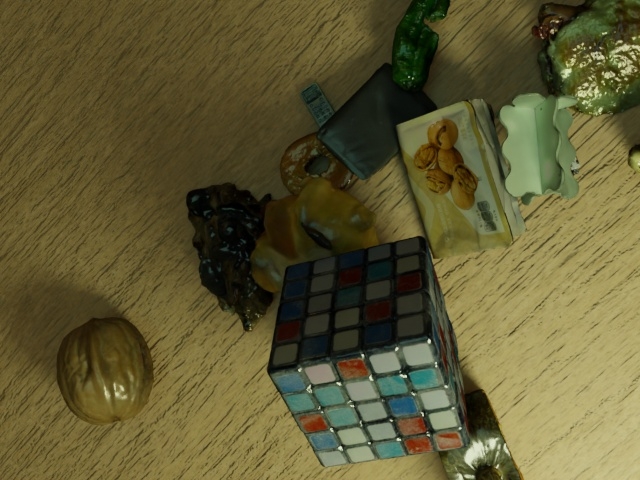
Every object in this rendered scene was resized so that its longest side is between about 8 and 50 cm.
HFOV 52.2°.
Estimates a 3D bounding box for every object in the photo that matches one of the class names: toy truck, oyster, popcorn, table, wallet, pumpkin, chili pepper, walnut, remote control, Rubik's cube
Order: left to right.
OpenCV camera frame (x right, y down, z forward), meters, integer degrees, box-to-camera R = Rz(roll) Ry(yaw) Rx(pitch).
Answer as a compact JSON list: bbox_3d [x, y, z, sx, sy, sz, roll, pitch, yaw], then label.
[{"bbox_3d":[-0.516,0.309,1.569,0.225,0.225,0.260,-22,79,13],"label":"walnut"},{"bbox_3d":[-0.226,0.039,1.560,0.222,0.096,0.360,-3,86,21],"label":"oyster"},{"bbox_3d":[0.000,0.000,1.424,0.316,0.281,0.297,10,119,35],"label":"popcorn"},{"bbox_3d":[0.000,-0.310,1.540,0.053,0.018,0.124,-31,82,12],"label":"remote control"},{"bbox_3d":[0.096,0.205,1.211,0.287,0.293,0.291,-14,122,15],"label":"Rubik's cube"},{"bbox_3d":[0.124,-0.265,1.466,0.245,0.052,0.168,-45,84,-6],"label":"wallet"},{"bbox_3d":[0.213,-0.448,1.436,0.099,0.083,0.253,16,78,7],"label":"chili pepper"},{"bbox_3d":[0.340,0.473,1.334,0.139,0.222,0.316,-21,83,14],"label":"pumpkin"},{"bbox_3d":[0.446,-0.180,1.332,0.167,0.166,0.198,-4,79,15],"label":"table"},{"bbox_3d":[0.531,-0.179,1.392,0.024,0.032,0.083,-22,81,10],"label":"toy truck"}]

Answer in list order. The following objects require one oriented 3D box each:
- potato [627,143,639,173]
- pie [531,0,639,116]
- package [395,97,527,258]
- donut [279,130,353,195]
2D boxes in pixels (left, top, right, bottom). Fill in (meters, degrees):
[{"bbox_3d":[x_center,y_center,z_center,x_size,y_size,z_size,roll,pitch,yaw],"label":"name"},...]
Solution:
[{"bbox_3d":[0.763,-0.135,1.243,0.242,0.242,0.285,-43,64,10],"label":"potato"},{"bbox_3d":[0.593,-0.389,1.354,0.275,0.105,0.257,-11,101,17],"label":"pie"},{"bbox_3d":[0.318,-0.136,1.403,0.221,0.165,0.311,-15,94,49],"label":"package"},{"bbox_3d":[-0.002,-0.169,1.517,0.179,0.065,0.162,-13,81,15],"label":"donut"}]
